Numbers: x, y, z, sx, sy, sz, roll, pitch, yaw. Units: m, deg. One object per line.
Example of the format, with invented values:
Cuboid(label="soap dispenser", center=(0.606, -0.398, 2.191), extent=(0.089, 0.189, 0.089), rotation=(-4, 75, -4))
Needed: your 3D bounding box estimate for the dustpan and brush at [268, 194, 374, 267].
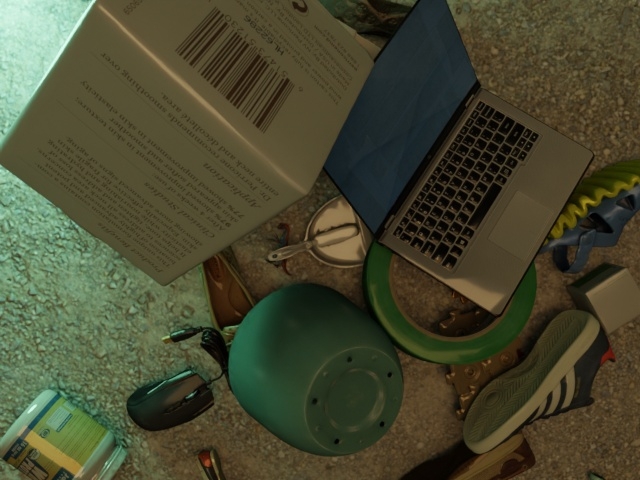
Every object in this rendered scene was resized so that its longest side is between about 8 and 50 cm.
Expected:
Cuboid(label="dustpan and brush", center=(0.000, 0.000, 1.223), extent=(0.211, 0.060, 0.147), rotation=(-17, 97, -3))

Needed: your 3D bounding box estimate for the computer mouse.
Cuboid(label="computer mouse", center=(-0.278, 0.271, 1.199), extent=(0.262, 0.060, 0.184), rotation=(-20, 106, 11))

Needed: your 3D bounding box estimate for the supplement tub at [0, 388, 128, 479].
Cuboid(label="supplement tub", center=(-0.482, 0.393, 1.187), extent=(0.200, 0.144, 0.144), rotation=(39, 92, -7))

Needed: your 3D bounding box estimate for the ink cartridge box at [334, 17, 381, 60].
Cuboid(label="ink cartridge box", center=(-0.080, -0.314, 1.106), extent=(0.353, 0.119, 0.207), rotation=(28, 137, -6))

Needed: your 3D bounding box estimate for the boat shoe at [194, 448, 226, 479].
Cuboid(label="boat shoe", center=(-0.215, 0.488, 1.266), extent=(0.043, 0.049, 0.137), rotation=(-16, 95, 1))

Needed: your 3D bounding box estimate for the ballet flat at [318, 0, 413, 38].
Cuboid(label="ballet flat", center=(0.104, -0.429, 1.194), extent=(0.250, 0.058, 0.084), rotation=(14, 117, 0))

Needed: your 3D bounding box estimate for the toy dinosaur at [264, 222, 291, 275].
Cuboid(label="toy dinosaur", center=(-0.077, 0.011, 1.241), extent=(0.090, 0.047, 0.082), rotation=(37, 82, -40))

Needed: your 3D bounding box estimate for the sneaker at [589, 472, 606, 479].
Cuboid(label="sneaker", center=(0.597, 0.544, 1.336), extent=(0.098, 0.038, 0.069), rotation=(37, 92, -7))

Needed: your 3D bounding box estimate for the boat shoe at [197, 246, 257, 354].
Cuboid(label="boat shoe", center=(-0.171, 0.136, 1.210), extent=(0.105, 0.089, 0.285), rotation=(-25, 98, -2))

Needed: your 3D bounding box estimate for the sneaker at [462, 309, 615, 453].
Cuboid(label="sneaker", center=(0.436, 0.304, 1.222), extent=(0.350, 0.131, 0.148), rotation=(-44, 108, 0))

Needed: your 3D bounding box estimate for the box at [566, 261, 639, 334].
Cuboid(label="box", center=(0.575, 0.115, 1.264), extent=(0.101, 0.087, 0.102), rotation=(-32, 98, -1))

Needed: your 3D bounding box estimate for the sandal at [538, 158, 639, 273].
Cuboid(label="sandal", center=(0.546, -0.045, 1.237), extent=(0.317, 0.126, 0.138), rotation=(-33, 102, 8))

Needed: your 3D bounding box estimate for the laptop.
Cuboid(label="laptop", center=(0.253, -0.149, 1.085), extent=(0.408, 0.236, 0.382), rotation=(33, 77, 8))

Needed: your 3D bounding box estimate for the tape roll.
Cuboid(label="tape roll", center=(0.243, 0.074, 1.200), extent=(0.321, 0.077, 0.321), rotation=(1, 79, -4))

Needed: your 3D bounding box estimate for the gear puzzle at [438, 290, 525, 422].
Cuboid(label="gear puzzle", center=(0.318, 0.206, 1.279), extent=(0.175, 0.044, 0.339), rotation=(-17, 97, -8))

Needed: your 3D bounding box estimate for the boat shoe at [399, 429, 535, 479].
Cuboid(label="boat shoe", center=(0.281, 0.501, 1.271), extent=(0.342, 0.123, 0.123), rotation=(-32, 96, -7))

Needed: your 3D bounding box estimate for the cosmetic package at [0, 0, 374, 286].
Cuboid(label="cosmetic package", center=(-0.199, -0.197, 0.939), extent=(0.329, 0.394, 0.327), rotation=(42, 47, -21))

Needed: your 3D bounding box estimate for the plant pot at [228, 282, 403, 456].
Cuboid(label="plant pot", center=(0.010, 0.241, 1.119), extent=(0.293, 0.235, 0.293), rotation=(-4, 99, -24))
